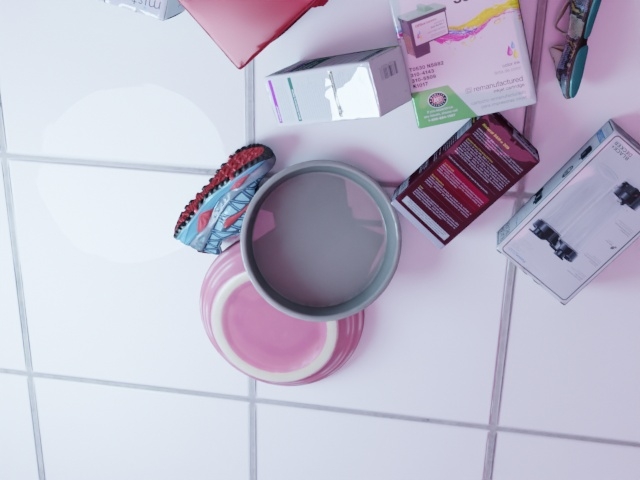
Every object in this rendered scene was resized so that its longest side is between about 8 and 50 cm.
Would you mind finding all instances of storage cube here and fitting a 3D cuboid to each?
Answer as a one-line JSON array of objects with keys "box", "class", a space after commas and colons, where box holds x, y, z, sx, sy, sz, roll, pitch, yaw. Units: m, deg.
[{"box": [-0.100, -0.429, 1.432, 0.215, 0.183, 0.193, 47, 125, -10], "class": "storage cube"}]

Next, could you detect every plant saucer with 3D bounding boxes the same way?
[{"box": [-0.083, 0.150, 1.738, 0.332, 0.084, 0.332, 4, 113, 10], "class": "plant saucer"}]

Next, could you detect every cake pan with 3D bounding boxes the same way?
[{"box": [0.000, 0.000, 1.622, 0.293, 0.054, 0.293, 0, 93, -6], "class": "cake pan"}]

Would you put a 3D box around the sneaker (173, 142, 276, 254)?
[{"box": [-0.157, -0.073, 1.669, 0.125, 0.104, 0.262, 35, 119, -24], "class": "sneaker"}]

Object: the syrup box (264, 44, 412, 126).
[{"box": [0.026, -0.256, 1.489, 0.237, 0.093, 0.096, 3, 116, 42], "class": "syrup box"}]

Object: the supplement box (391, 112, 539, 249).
[{"box": [0.254, -0.113, 1.573, 0.130, 0.073, 0.239, 43, 114, -9], "class": "supplement box"}]

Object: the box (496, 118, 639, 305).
[{"box": [0.464, -0.047, 1.553, 0.169, 0.087, 0.290, 38, 113, -6], "class": "box"}]

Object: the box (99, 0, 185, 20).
[{"box": [-0.343, -0.520, 1.488, 0.262, 0.127, 0.231, 17, 115, 3], "class": "box"}]

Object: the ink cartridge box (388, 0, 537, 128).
[{"box": [0.228, -0.348, 1.457, 0.201, 0.117, 0.278, -11, 109, 15], "class": "ink cartridge box"}]

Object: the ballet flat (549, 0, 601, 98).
[{"box": [0.413, -0.330, 1.468, 0.070, 0.070, 0.188, 12, 112, 5], "class": "ballet flat"}]
